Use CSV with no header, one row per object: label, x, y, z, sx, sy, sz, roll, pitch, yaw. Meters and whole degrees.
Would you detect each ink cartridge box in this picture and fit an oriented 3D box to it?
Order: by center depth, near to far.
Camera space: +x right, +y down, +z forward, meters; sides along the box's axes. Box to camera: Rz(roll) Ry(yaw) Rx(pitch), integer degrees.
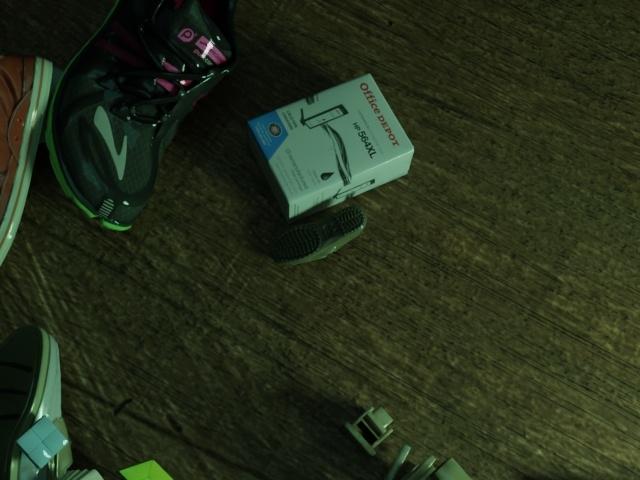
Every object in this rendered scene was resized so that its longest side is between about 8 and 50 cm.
ink cartridge box,0.013,-0.137,1.317,0.203,0.086,0.148,-24,72,-11

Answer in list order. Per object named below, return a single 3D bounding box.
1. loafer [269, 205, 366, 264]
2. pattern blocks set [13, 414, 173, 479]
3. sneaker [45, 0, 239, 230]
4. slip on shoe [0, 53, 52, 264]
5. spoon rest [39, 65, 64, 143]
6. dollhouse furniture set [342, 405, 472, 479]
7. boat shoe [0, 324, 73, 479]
loafer,0.000,0.000,1.285,0.148,0.050,0.056,-20,67,6
pattern blocks set,-0.279,0.381,1.057,0.325,0.026,0.285,42,61,-14
sneaker,-0.234,-0.246,1.265,0.185,0.202,0.482,30,65,-36
slip on shoe,-0.447,-0.099,1.229,0.101,0.123,0.331,11,86,-22
spoon rest,-0.482,-0.178,1.321,0.276,0.084,0.137,-29,74,-27
dollhouse furniture set,0.081,0.281,1.106,0.101,0.182,0.161,-39,76,-16
boat shoe,-0.374,0.262,1.130,0.113,0.103,0.302,-3,70,30
